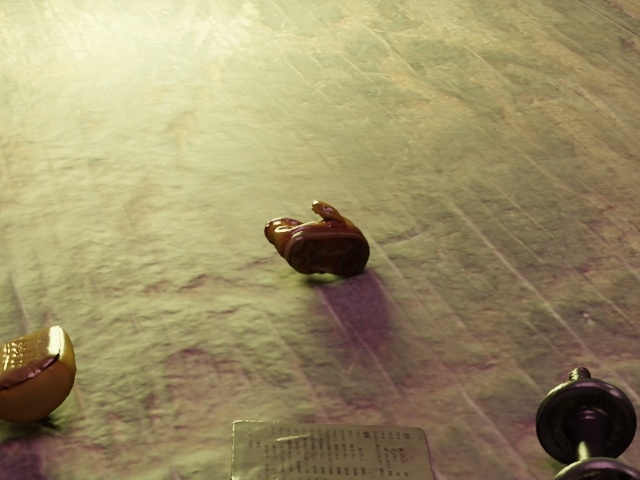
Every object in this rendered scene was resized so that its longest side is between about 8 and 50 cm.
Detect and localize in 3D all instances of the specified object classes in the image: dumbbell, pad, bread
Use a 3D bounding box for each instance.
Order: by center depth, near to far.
[{"bbox_3d":[0.013,0.197,1.092,0.159,0.009,0.265,2,21,-4],"label":"pad"},{"bbox_3d":[0.203,0.166,1.102,0.081,0.081,0.254,2,26,5],"label":"dumbbell"},{"bbox_3d":[-0.241,0.117,1.240,0.082,0.056,0.115,-24,17,-7],"label":"bread"}]

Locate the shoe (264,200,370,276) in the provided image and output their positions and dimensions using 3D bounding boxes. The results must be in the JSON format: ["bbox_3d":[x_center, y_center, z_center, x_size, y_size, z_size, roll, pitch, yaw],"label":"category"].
[{"bbox_3d":[-0.001,-0.002,1.472,0.109,0.072,0.069,-17,35,-31],"label":"shoe"}]
